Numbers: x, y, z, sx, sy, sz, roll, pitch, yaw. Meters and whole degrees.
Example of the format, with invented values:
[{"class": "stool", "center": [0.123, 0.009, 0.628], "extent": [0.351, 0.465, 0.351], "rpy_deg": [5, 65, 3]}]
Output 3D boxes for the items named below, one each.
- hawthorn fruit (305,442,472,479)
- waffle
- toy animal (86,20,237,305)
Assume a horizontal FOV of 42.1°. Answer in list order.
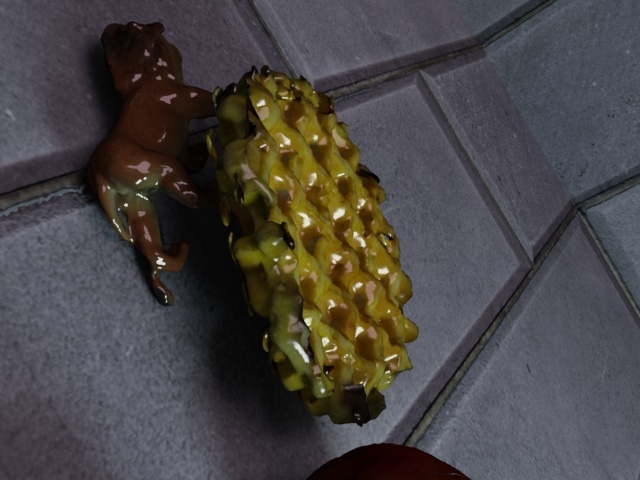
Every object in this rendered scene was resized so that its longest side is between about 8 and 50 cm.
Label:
[{"class": "hawthorn fruit", "center": [0.083, 0.269, 0.750], "extent": [0.181, 0.235, 0.181], "rpy_deg": [32, 49, -47]}, {"class": "waffle", "center": [0.000, 0.000, 0.895], "extent": [0.382, 0.095, 0.380], "rpy_deg": [-11, 86, -72]}, {"class": "toy animal", "center": [-0.173, -0.106, 0.838], "extent": [0.157, 0.097, 0.312], "rpy_deg": [28, 45, -26]}]
